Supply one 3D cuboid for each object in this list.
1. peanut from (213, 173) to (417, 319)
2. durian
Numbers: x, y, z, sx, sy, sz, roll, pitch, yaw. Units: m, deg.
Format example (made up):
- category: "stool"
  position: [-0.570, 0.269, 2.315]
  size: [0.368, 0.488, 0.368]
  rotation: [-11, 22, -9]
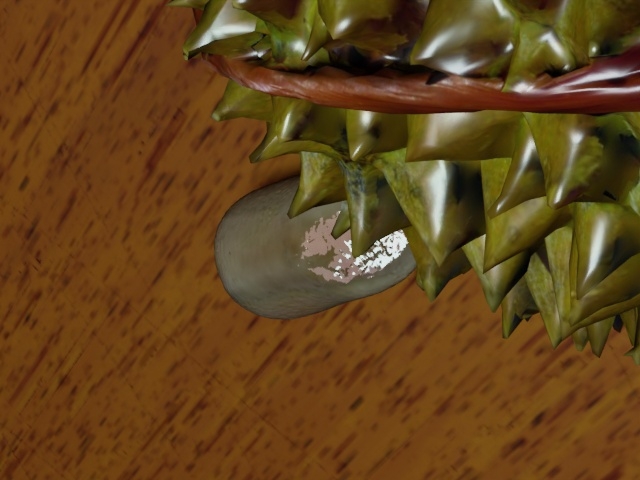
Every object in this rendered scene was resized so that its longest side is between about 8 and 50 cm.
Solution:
- category: "peanut"
  position: [0.000, 0.000, 1.004]
  size: [0.152, 0.076, 0.076]
  rotation: [-15, 108, 47]
- category: "durian"
  position: [0.116, -0.110, 0.571]
  size: [0.348, 0.384, 0.347]
  rotation: [-9, 76, 39]
